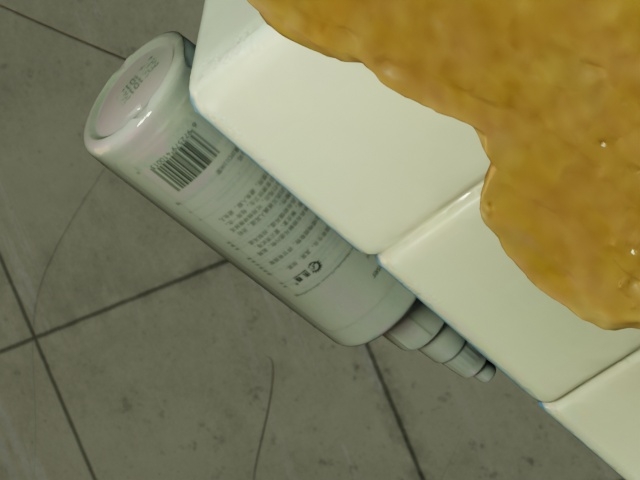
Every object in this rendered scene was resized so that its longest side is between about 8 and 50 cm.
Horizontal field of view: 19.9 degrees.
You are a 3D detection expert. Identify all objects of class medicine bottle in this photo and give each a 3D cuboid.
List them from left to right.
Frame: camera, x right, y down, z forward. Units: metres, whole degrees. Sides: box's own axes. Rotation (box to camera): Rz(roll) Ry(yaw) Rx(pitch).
[{"bbox_3d":[0.000,0.000,0.702,0.199,0.058,0.057,38,-147,-27],"label":"medicine bottle"}]

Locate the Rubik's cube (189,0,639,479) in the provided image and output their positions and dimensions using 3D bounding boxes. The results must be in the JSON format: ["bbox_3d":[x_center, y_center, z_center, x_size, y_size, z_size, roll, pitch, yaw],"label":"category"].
[{"bbox_3d":[0.156,-0.121,0.715,0.292,0.291,0.290,39,-150,-23],"label":"Rubik's cube"}]

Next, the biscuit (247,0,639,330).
[{"bbox_3d":[0.105,-0.125,0.476,0.051,0.269,0.376,-57,-23,-47],"label":"biscuit"}]
